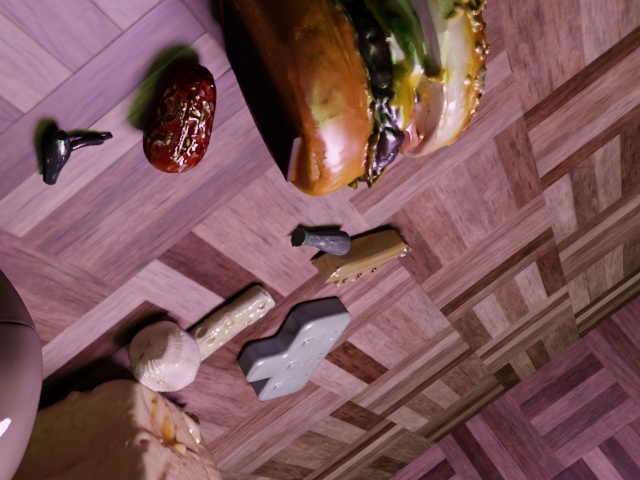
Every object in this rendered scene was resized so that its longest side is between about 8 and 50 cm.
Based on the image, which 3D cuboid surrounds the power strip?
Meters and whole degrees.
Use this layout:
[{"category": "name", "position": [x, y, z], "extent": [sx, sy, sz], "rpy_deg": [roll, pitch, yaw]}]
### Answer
[{"category": "power strip", "position": [-0.068, 0.225, 1.448], "extent": [0.193, 0.059, 0.265], "rpy_deg": [-7, 141, -39]}]

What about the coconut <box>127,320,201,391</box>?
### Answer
[{"category": "coconut", "position": [-0.247, 0.189, 1.175], "extent": [0.110, 0.110, 0.124], "rpy_deg": [-34, 144, -2]}]

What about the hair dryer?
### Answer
[{"category": "hair dryer", "position": [-0.271, -0.098, 0.823], "extent": [0.083, 0.031, 0.079], "rpy_deg": [-21, 159, -37]}]

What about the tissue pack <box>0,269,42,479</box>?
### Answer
[{"category": "tissue pack", "position": [-0.490, 0.172, 0.744], "extent": [0.387, 0.277, 0.267], "rpy_deg": [-4, 135, -43]}]

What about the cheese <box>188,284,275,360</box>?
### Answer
[{"category": "cheese", "position": [-0.166, 0.146, 1.254], "extent": [0.194, 0.043, 0.065], "rpy_deg": [-35, 151, 1]}]

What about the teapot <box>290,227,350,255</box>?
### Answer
[{"category": "teapot", "position": [0.000, 0.000, 1.214], "extent": [0.110, 0.043, 0.043], "rpy_deg": [7, 130, -46]}]

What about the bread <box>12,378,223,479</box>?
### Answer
[{"category": "bread", "position": [-0.370, 0.434, 1.218], "extent": [0.371, 0.279, 0.390], "rpy_deg": [-29, 151, 0]}]

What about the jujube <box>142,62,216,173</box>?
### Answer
[{"category": "jujube", "position": [-0.157, -0.139, 0.834], "extent": [0.077, 0.077, 0.129], "rpy_deg": [-5, 128, -41]}]

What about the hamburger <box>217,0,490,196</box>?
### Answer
[{"category": "hamburger", "position": [0.034, -0.192, 0.742], "extent": [0.225, 0.291, 0.291], "rpy_deg": [-23, 148, -14]}]

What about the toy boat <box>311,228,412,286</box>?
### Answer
[{"category": "toy boat", "position": [0.078, 0.031, 1.321], "extent": [0.200, 0.057, 0.077], "rpy_deg": [-19, 151, -26]}]
